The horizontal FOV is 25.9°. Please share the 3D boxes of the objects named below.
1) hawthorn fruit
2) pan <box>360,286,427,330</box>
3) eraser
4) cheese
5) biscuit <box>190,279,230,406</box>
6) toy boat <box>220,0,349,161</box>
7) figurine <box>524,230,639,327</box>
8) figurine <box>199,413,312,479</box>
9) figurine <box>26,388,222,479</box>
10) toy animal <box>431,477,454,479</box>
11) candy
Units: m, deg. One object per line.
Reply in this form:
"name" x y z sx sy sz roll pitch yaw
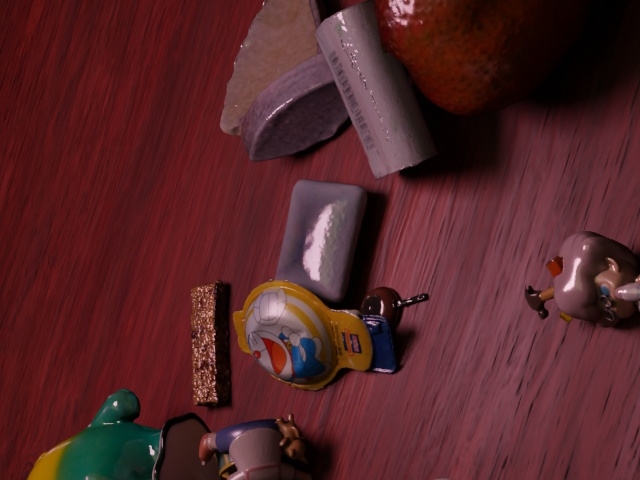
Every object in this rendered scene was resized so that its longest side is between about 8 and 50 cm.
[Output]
"hawthorn fruit" 0.243 -0.333 1.778 0.369 0.285 0.284 -28 59 9
"pan" 0.098 0.090 1.949 0.115 0.023 0.068 -22 64 38
"eraser" 0.076 -0.203 1.907 0.174 0.081 0.226 167 81 -78
"cheese" -0.011 0.137 1.989 0.270 0.069 0.176 2 113 32
"biscuit" -0.173 0.161 2.176 0.064 0.034 0.199 -16 68 39
"toy boat" -0.047 -0.256 2.130 0.276 0.111 0.293 -47 42 16
"figurine" 0.353 0.052 1.661 0.229 0.137 0.112 14 57 40
"figurine" -0.074 0.385 1.957 0.158 0.161 0.275 101 159 -60
"figurine" -0.314 0.394 2.116 0.340 0.231 0.323 -21 71 32
"toy animal" 0.119 0.420 1.713 0.357 0.194 0.257 -3 81 37
"candy" 0.000 0.000 2.030 0.138 0.071 0.174 9 85 43
